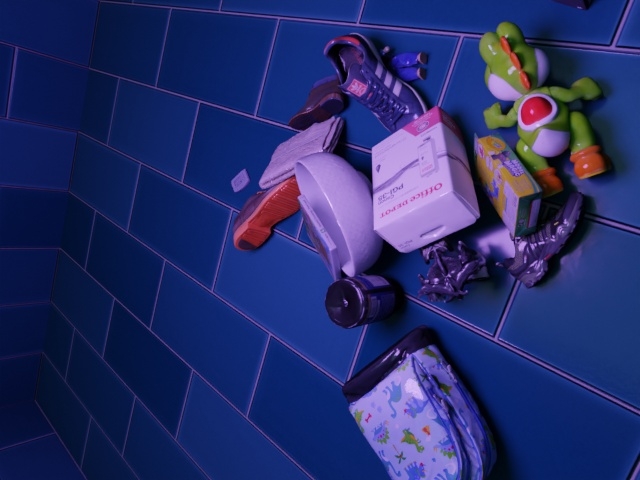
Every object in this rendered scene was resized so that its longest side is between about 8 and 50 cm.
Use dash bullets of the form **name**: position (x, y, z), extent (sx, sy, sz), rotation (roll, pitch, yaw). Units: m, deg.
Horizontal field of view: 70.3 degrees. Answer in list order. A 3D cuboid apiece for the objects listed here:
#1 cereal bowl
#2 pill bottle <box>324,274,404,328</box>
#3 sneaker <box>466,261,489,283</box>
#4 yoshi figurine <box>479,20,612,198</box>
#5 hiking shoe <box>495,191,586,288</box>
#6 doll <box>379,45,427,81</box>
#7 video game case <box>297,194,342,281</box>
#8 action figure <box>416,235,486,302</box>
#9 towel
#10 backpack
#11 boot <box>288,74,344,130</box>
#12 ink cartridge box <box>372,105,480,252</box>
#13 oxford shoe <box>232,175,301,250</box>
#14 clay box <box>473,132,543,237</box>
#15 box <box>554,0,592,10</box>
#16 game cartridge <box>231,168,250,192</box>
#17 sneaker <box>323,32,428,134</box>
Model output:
- **cereal bowl**: position (0.066, -0.082, 1.186), extent (0.141, 0.339, 0.339), rotation (-27, 67, -9)
- **pill bottle**: position (0.121, 0.150, 1.159), extent (0.122, 0.219, 0.123), rotation (-1, 89, 39)
- **sneaker**: position (0.352, 0.080, 1.098), extent (0.109, 0.040, 0.044), rotation (-15, 66, 33)
- **yoshi figurine**: position (0.454, -0.281, 0.963), extent (0.362, 0.203, 0.203), rotation (65, 166, 2)
- **hiking shoe**: position (0.467, -0.013, 0.970), extent (0.114, 0.086, 0.227), rotation (36, 112, 29)
- **doll**: position (0.189, -0.453, 1.220), extent (0.189, 0.046, 0.129), rotation (10, 104, 38)
- **video game case**: position (0.000, 0.000, 1.279), extent (0.023, 0.212, 0.193), rotation (-27, 61, -8)
- **action figure**: position (0.290, 0.059, 1.039), extent (0.164, 0.141, 0.276), rotation (-35, 32, 21)
- **towel**: position (-0.061, -0.263, 1.351), extent (0.282, 0.049, 0.187), rotation (-20, 35, 36)
- **backpack**: position (0.237, 0.432, 1.072), extent (0.290, 0.273, 0.356), rotation (-43, 76, 23)
- **boot**: position (-0.009, -0.414, 1.378), extent (0.219, 0.082, 0.106), rotation (-15, 59, 42)
- **ink cartridge box**: position (0.234, -0.142, 1.062), extent (0.207, 0.117, 0.283), rotation (-28, 42, 34)
- **oxford shoe**: position (-0.170, -0.125, 1.459), extent (0.363, 0.130, 0.133), rotation (-40, 51, 24)
- **clay box**: position (0.391, -0.129, 0.971), extent (0.053, 0.127, 0.222), rotation (-16, 49, 4)
- **box**: position (0.485, -0.582, 0.848), extent (0.103, 0.261, 0.184), rotation (37, 111, 33)
- **game cartridge**: position (-0.283, -0.209, 1.616), extent (0.083, 0.017, 0.056), rotation (-34, 66, 33)
- **sneaker**: position (0.133, -0.381, 1.163), extent (0.350, 0.148, 0.131), rotation (52, 133, 11)
